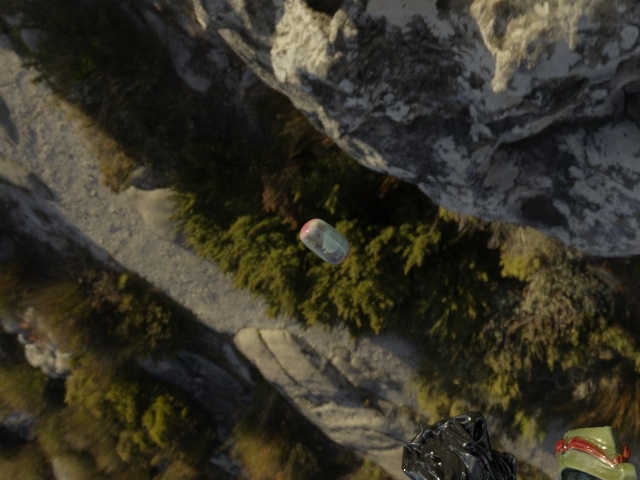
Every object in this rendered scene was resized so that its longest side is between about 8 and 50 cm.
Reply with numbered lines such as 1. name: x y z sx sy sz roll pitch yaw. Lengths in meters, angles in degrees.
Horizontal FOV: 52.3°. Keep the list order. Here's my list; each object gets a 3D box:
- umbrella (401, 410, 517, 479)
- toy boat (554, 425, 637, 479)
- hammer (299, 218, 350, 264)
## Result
1. umbrella: 0.176 0.295 0.645 0.272 0.122 0.110 55 161 -18
2. toy boat: 0.343 0.277 0.821 0.089 0.071 0.185 6 155 -1
3. hammer: 0.000 0.000 0.659 0.052 0.031 0.083 41 175 -10
